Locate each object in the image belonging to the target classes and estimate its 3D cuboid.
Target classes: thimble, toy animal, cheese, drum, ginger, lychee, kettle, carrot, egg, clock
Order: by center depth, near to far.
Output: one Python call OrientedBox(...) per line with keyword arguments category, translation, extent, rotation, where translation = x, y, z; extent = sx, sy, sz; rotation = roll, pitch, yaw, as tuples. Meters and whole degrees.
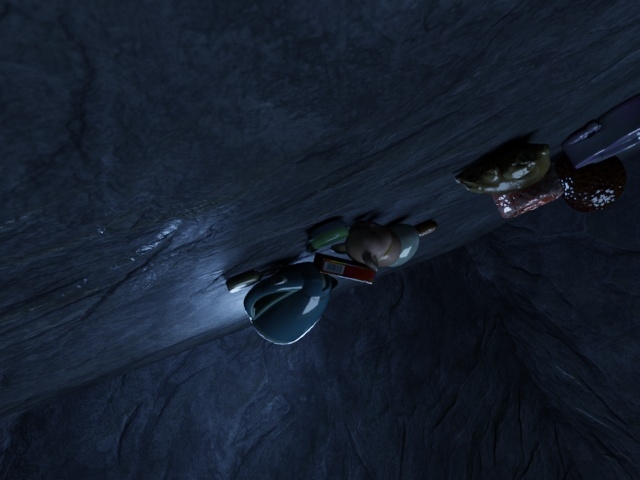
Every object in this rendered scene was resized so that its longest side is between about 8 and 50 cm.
OrientedBox(category="ginger", translation=(0.533, -0.195, 1.282), extent=(0.270, 0.123, 0.219), rotation=(-21, 171, -9))
OrientedBox(category="drum", translation=(0.019, -0.007, 1.320), extent=(0.130, 0.049, 0.253), rotation=(-21, 173, -7))
OrientedBox(category="toy animal", translation=(0.170, 0.011, 1.404), extent=(0.165, 0.149, 0.248), rotation=(11, -173, 37))
OrientedBox(category="cheese", translation=(-0.215, 0.119, 1.449), extent=(0.192, 0.038, 0.097), rotation=(-21, 169, -6))
OrientedBox(category="clock", translation=(0.996, -0.367, 1.458), extent=(0.338, 0.102, 0.338), rotation=(-22, 168, -5))
OrientedBox(category="kettle", translation=(-0.117, 0.202, 1.567), extent=(0.319, 0.247, 0.342), rotation=(-2, 151, -32))
OrientedBox(category="thimble", translation=(0.735, -0.194, 1.587), extent=(0.239, 0.162, 0.239), rotation=(-19, 167, -5))
OrientedBox(category="egg", translation=(0.288, 0.016, 1.670), extent=(0.151, 0.151, 0.209), rotation=(-13, 164, -39))
OrientedBox(category="lychee", translation=(1.040, -0.243, 1.717), extent=(0.260, 0.261, 0.260), rotation=(-22, 168, -5))
OrientedBox(category="carrot", translation=(0.399, -0.030, 1.926), extent=(0.247, 0.059, 0.059), rotation=(-20, 168, -3))

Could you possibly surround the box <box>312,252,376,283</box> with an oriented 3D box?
OrientedBox(category="box", translation=(0.072, 0.084, 1.368), extent=(0.175, 0.048, 0.112), rotation=(14, -176, -16))
